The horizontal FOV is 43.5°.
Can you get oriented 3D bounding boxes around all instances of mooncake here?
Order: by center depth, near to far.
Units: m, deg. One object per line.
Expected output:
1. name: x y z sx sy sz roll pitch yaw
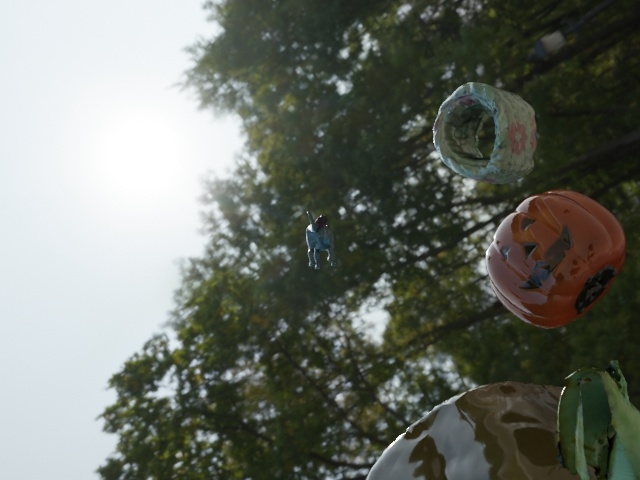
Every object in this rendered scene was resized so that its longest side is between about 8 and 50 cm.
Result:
1. mooncake: 0.292 0.436 1.142 0.467 0.467 0.262 38 -165 -27

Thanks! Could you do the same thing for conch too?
1. conch: 0.281 0.193 0.811 0.170 0.106 0.079 59 -167 -25

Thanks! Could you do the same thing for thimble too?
1. thimble: 0.343 -0.209 1.635 0.149 0.185 0.211 3 -129 -46

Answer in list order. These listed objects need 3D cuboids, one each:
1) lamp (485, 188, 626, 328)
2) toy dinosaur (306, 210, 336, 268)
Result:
1. lamp: 0.311 0.019 1.088 0.188 0.187 0.164 6 -148 -51
2. toy dinosaur: 0.000 0.000 1.279 0.197 0.045 0.080 56 -154 -72
